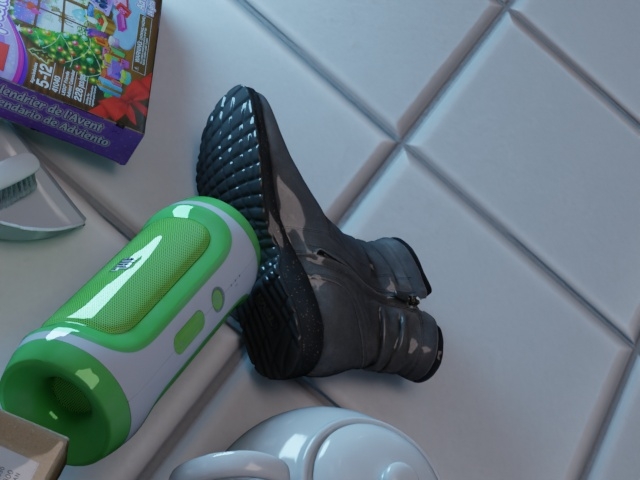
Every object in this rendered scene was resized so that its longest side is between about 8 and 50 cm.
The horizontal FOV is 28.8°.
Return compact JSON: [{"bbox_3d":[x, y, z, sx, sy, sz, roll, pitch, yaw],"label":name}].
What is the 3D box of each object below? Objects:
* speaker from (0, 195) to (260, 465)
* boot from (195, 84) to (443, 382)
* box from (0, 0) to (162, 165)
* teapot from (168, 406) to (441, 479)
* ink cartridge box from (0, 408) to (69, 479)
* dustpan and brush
[{"bbox_3d":[-0.163,0.072,1.137,0.131,0.131,0.296,42,37,-3],"label":"speaker"},{"bbox_3d":[0.000,0.000,1.352,0.222,0.118,0.338,3,65,-40],"label":"boot"},{"bbox_3d":[-0.275,-0.232,1.330,0.200,0.057,0.293,20,45,-22],"label":"box"},{"bbox_3d":[0.019,0.246,1.116,0.252,0.187,0.256,49,46,6],"label":"teapot"},{"bbox_3d":[-0.319,0.217,0.905,0.193,0.088,0.235,24,64,-3],"label":"ink cartridge box"},{"bbox_3d":[-0.326,-0.046,1.172,0.147,0.060,0.211,51,45,7],"label":"dustpan and brush"}]
